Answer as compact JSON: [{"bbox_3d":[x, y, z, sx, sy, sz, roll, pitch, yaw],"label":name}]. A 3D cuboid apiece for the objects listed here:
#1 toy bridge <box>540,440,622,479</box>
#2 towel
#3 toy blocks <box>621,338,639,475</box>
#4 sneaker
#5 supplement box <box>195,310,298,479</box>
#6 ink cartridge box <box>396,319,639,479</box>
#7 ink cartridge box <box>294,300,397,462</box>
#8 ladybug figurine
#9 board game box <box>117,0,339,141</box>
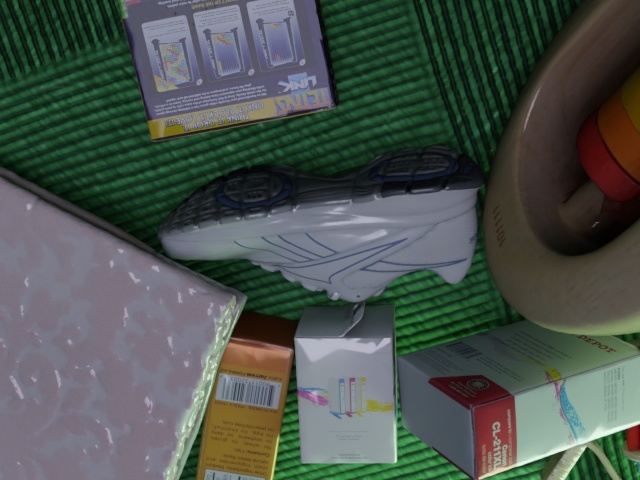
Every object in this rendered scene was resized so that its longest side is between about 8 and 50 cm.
[{"bbox_3d":[0.238,0.213,1.080,0.188,0.026,0.063,27,105,-5],"label":"toy bridge"},{"bbox_3d":[-0.257,0.123,1.034,0.317,0.053,0.331,26,108,12],"label":"towel"},{"bbox_3d":[0.342,0.164,1.043,0.123,0.054,0.148,-11,106,7],"label":"toy blocks"},{"bbox_3d":[0.000,0.000,0.991,0.297,0.111,0.129,-4,118,11],"label":"sneaker"},{"bbox_3d":[-0.076,0.190,1.068,0.080,0.078,0.233,11,107,-2],"label":"supplement box"},{"bbox_3d":[0.174,0.131,0.973,0.175,0.127,0.072,-13,108,-22],"label":"ink cartridge box"},{"bbox_3d":[0.026,0.123,1.033,0.090,0.092,0.143,-2,105,5],"label":"ink cartridge box"},{"bbox_3d":[0.297,-0.092,0.838,0.162,0.305,0.449,14,143,-24],"label":"ladybug figurine"},{"bbox_3d":[-0.079,-0.172,0.975,0.170,0.048,0.141,-9,108,6],"label":"board game box"}]
